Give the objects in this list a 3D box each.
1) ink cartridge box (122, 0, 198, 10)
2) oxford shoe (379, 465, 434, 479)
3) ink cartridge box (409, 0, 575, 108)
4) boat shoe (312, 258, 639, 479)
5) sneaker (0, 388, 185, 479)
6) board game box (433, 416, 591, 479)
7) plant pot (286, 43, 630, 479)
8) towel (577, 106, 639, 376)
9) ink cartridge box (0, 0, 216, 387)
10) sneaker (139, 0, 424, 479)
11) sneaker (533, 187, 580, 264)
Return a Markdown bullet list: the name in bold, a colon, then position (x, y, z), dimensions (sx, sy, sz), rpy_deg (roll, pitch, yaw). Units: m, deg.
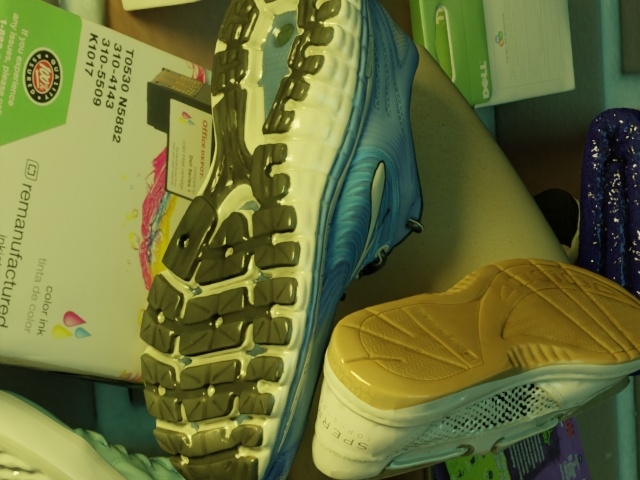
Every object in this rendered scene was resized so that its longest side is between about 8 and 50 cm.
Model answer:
- **ink cartridge box**: position (-0.088, -0.283, 0.992), dimensions (0.134, 0.078, 0.231), rpy_deg (-27, 110, -44)
- **oxford shoe**: position (0.018, 0.232, 1.130), dimensions (0.076, 0.076, 0.212), rpy_deg (53, 55, -29)
- **ink cartridge box**: position (0.130, -0.168, 1.250), dimensions (0.209, 0.062, 0.109), rpy_deg (-15, 102, -47)
- **boat shoe**: position (0.099, 0.081, 0.889), dimensions (0.277, 0.098, 0.096), rpy_deg (-7, 131, -41)
- **sneaker**: position (-0.117, 0.190, 0.964), dimensions (0.366, 0.135, 0.150), rpy_deg (50, 27, -31)
- **board game box**: position (0.178, 0.269, 1.327), dimensions (0.208, 0.056, 0.347), rpy_deg (-32, 114, -39)
- **plant pot**: position (0.055, 0.009, 1.064), dimensions (0.256, 0.256, 0.274), rpy_deg (-17, 88, -47)
- **towel**: position (0.279, -0.002, 1.343), dimensions (0.308, 0.076, 0.228), rpy_deg (-5, 91, -72)
- **ink cartridge box**: position (-0.140, -0.017, 0.912), dimensions (0.278, 0.117, 0.201), rpy_deg (18, 78, -47)
- **sneaker**: position (0.000, 0.000, 0.883), dimensions (0.147, 0.129, 0.330), rpy_deg (26, 73, -42)
- **sneaker**: position (0.150, -0.007, 1.264), dimensions (0.217, 0.079, 0.121), rpy_deg (-48, 125, -35)
